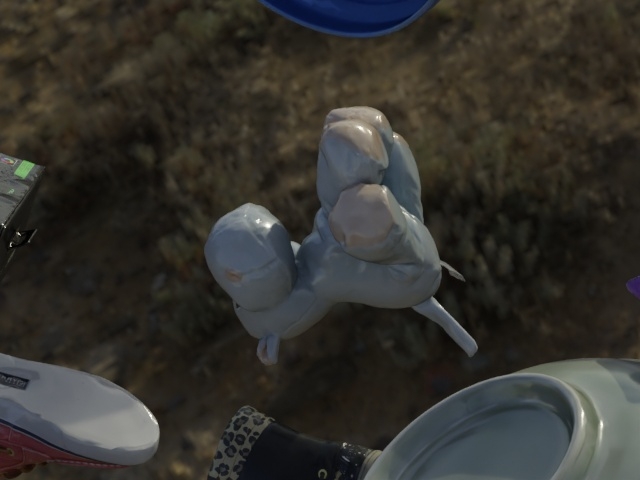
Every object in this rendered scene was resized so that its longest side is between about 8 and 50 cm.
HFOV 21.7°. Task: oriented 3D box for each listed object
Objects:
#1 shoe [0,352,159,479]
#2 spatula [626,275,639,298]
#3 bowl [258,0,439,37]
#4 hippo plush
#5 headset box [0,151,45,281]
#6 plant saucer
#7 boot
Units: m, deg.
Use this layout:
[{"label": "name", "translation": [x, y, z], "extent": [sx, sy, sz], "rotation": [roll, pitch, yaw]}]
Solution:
[{"label": "shoe", "translation": [-0.195, 0.127, 1.096], "extent": [0.178, 0.081, 0.063], "rotation": [18, 34, 4]}, {"label": "spatula", "translation": [0.336, 0.039, 1.274], "extent": [0.030, 0.084, 0.296], "rotation": [-61, 13, -11]}, {"label": "bowl", "translation": [-0.009, -0.367, 1.460], "extent": [0.391, 0.391, 0.077], "rotation": [13, 42, 44]}, {"label": "hippo plush", "translation": [0.000, 0.000, 1.864], "extent": [0.236, 0.294, 0.234], "rotation": [-21, 48, 15]}, {"label": "headset box", "translation": [-0.467, -0.036, 1.900], "extent": [0.283, 0.131, 0.246], "rotation": [20, 17, -4]}, {"label": "plant saucer", "translation": [0.137, 0.210, 1.309], "extent": [0.400, 0.100, 0.400], "rotation": [-29, 24, 14]}, {"label": "boot", "translation": [-0.030, 0.291, 1.628], "extent": [0.178, 0.236, 0.085], "rotation": [20, 9, 24]}]
